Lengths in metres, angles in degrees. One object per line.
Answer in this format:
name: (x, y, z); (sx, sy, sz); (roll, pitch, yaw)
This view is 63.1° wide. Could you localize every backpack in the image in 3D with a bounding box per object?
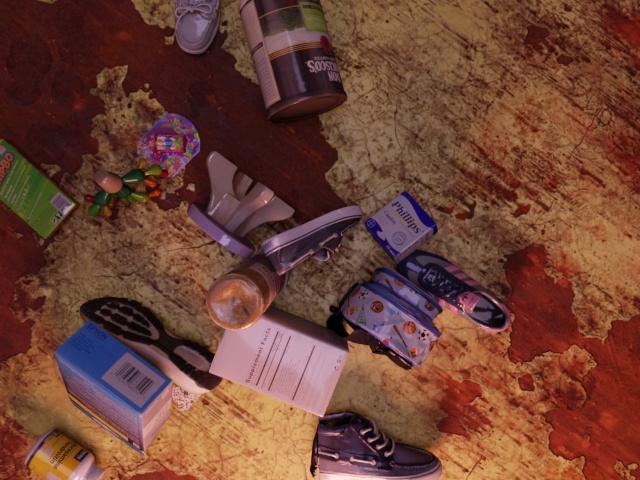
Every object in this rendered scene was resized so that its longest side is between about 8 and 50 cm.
backpack: (0.173, 0.192, 1.255); (0.277, 0.263, 0.213); (30, 92, 0)

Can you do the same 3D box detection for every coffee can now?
coffee can: (-0.068, -0.449, 1.264); (0.202, 0.201, 0.275); (-16, 92, 1)

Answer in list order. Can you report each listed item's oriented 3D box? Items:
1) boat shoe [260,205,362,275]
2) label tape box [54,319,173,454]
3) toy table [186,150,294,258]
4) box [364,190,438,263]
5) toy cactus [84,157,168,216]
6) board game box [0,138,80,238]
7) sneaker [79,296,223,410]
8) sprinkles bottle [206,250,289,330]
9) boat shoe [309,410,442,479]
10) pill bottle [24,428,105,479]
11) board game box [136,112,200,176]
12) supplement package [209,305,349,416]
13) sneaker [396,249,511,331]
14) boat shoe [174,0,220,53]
boat shoe: (0.000, 0.000, 1.271); (0.301, 0.108, 0.102); (-24, 85, -39)
label tape box: (-0.498, 0.377, 1.281); (0.249, 0.347, 0.115); (32, 53, 8)
toy table: (-0.200, -0.078, 1.254); (0.252, 0.274, 0.161); (36, 90, -39)
box: (0.204, -0.034, 1.320); (0.137, 0.072, 0.126); (-39, 68, 1)
toy cactus: (-0.500, -0.141, 1.295); (0.219, 0.180, 0.112); (-23, 79, 0)
board game box: (-0.773, -0.136, 1.366); (0.259, 0.039, 0.124); (42, 91, -4)
sneaker: (-0.461, 0.305, 1.337); (0.410, 0.158, 0.182); (34, 110, 4)
sprinkles bottle: (-0.156, 0.105, 1.205); (0.121, 0.355, 0.121); (1, 97, 5)
boat shoe: (0.140, 0.529, 1.333); (0.341, 0.127, 0.158); (-1, 100, 1)
pill bottle: (-0.661, 0.584, 1.357); (0.184, 0.103, 0.103); (33, 92, -1)
board game box: (-0.400, -0.249, 1.359); (0.169, 0.033, 0.133); (-44, 91, 2)
supplement package: (-0.097, 0.281, 1.303); (0.293, 0.177, 0.175); (22, 93, 0)
sneaker: (0.343, 0.123, 1.316); (0.319, 0.131, 0.112); (30, 92, 0)
boat shoe: (-0.306, -0.637, 1.308); (0.118, 0.103, 0.320); (13, 92, 0)
